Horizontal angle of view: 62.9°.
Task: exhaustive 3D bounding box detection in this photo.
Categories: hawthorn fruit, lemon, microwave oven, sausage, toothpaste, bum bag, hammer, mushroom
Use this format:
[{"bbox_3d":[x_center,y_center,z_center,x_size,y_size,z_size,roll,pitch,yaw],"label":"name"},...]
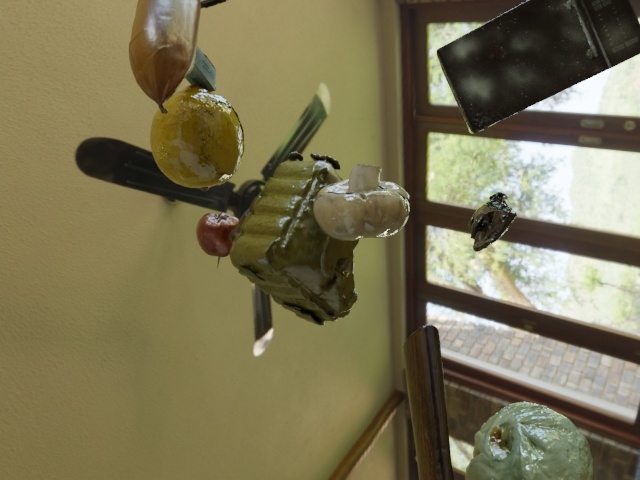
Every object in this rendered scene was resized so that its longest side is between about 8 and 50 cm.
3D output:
[{"bbox_3d":[-0.262,-0.013,1.377,0.125,0.125,0.140,-52,-46,-31],"label":"hawthorn fruit"},{"bbox_3d":[-0.370,-0.307,1.580,0.297,0.297,0.297,-26,-57,-50],"label":"lemon"},{"bbox_3d":[0.561,-0.488,1.403,0.237,0.431,0.374,65,-161,-4],"label":"microwave oven"},{"bbox_3d":[-0.269,-0.351,0.906,0.112,0.112,0.329,50,-152,-51],"label":"sausage"},{"bbox_3d":[-0.398,-0.543,1.492,0.313,0.070,0.089,50,-147,-64],"label":"toothpaste"},{"bbox_3d":[0.355,-0.041,1.092,0.102,0.069,0.248,-62,-8,20],"label":"bum bag"},{"bbox_3d":[0.146,0.316,0.684,0.242,0.095,0.409,119,151,-59],"label":"hammer"},{"bbox_3d":[0.064,-0.060,0.821,0.154,0.154,0.123,-20,-63,-52],"label":"mushroom"}]

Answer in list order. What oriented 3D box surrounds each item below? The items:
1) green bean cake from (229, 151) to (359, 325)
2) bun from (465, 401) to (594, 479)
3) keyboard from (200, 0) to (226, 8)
[{"bbox_3d":[0.000,0.000,1.113,0.285,0.202,0.310,41,-111,-38],"label":"green bean cake"},{"bbox_3d":[0.292,0.329,0.766,0.118,0.195,0.196,39,-114,-22],"label":"bun"},{"bbox_3d":[-0.197,-0.564,1.186,0.262,0.106,0.016,-67,-35,-53],"label":"keyboard"}]
